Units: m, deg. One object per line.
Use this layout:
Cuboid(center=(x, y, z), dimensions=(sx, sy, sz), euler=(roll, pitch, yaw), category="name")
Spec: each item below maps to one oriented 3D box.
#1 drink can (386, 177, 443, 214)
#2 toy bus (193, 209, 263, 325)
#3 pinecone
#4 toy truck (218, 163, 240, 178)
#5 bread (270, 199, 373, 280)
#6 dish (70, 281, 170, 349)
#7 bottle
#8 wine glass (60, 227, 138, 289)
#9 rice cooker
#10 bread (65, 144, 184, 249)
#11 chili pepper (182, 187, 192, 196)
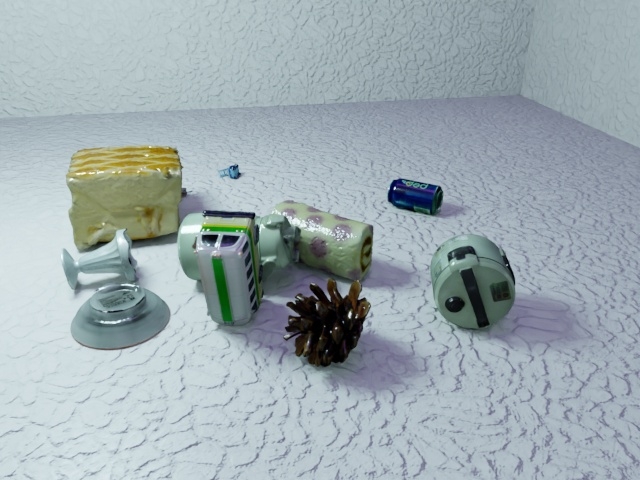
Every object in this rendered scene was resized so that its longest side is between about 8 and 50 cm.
Cuboid(center=(0.369, -0.174, 2.174), dimensions=(0.205, 0.118, 0.118), euler=(15, 31, 24), category="drink can")
Cuboid(center=(-0.238, 0.086, 1.480), dimensions=(0.143, 0.305, 0.179), euler=(2, 41, 3), category="toy bus")
Cuboid(center=(0.011, 0.198, 1.370), dimensions=(0.201, 0.202, 0.228), euler=(9, 48, -2), category="pinecone")
Cuboid(center=(-0.408, -0.305, 2.482), dimensions=(0.090, 0.056, 0.073), euler=(-6, 21, 17), category="toy truck")
Cuboid(center=(0.000, 0.000, 1.766), dimensions=(0.338, 0.187, 0.155), euler=(18, 33, 27), category="bread")
Cuboid(center=(-0.546, 0.182, 1.513), dimensions=(0.260, 0.085, 0.260), euler=(1, 27, 0), category="dish")
Cuboid(center=(-0.225, 0.016, 1.679), dimensions=(0.352, 0.229, 0.229), euler=(-3, 27, 8), category="bottle")
Cuboid(center=(-0.660, 0.062, 1.674), dimensions=(0.197, 0.164, 0.165), euler=(-13, 30, -12), category="wine glass")
Cuboid(center=(0.414, 0.110, 1.524), dimensions=(0.226, 0.226, 0.244), euler=(5, 28, 8), category="rice cooker")
Cuboid(center=(-0.683, -0.172, 1.979), dimensions=(0.390, 0.279, 0.371), euler=(-8, 27, -16), category="bread")
Cuboid(center=(-0.606, -0.200, 2.286), dimensions=(0.153, 0.041, 0.050), euler=(-1, -14, -3), category="chili pepper")
